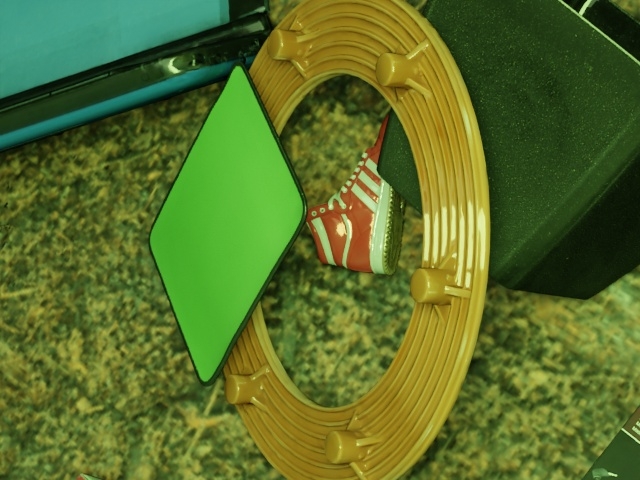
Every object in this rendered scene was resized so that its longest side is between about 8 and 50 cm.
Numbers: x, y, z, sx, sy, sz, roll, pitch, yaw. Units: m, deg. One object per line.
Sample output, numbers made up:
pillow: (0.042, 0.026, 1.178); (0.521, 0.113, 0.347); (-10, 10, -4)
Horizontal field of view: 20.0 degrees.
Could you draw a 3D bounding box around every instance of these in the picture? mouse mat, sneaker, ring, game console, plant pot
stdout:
mouse mat: (-0.068, -0.011, 1.264); (0.190, 0.007, 0.153); (-58, 42, 37)
sneaker: (0.027, -0.036, 1.283); (0.067, 0.042, 0.119); (4, 78, 23)
ring: (0.000, 0.000, 1.186); (0.336, 0.032, 0.337); (-6, 83, 59)
game console: (-0.197, -0.170, 1.366); (0.293, 0.250, 0.173); (-17, 95, 21)
plant pot: (0.150, -0.067, 1.165); (0.187, 0.188, 0.167); (44, 110, 29)

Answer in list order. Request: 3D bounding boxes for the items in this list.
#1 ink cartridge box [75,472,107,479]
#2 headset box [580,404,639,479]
ink cartridge box: (-0.156, 0.258, 1.231); (0.072, 0.127, 0.175); (34, 90, 31)
headset box: (0.264, 0.118, 1.022); (0.110, 0.218, 0.293); (39, 93, 29)
